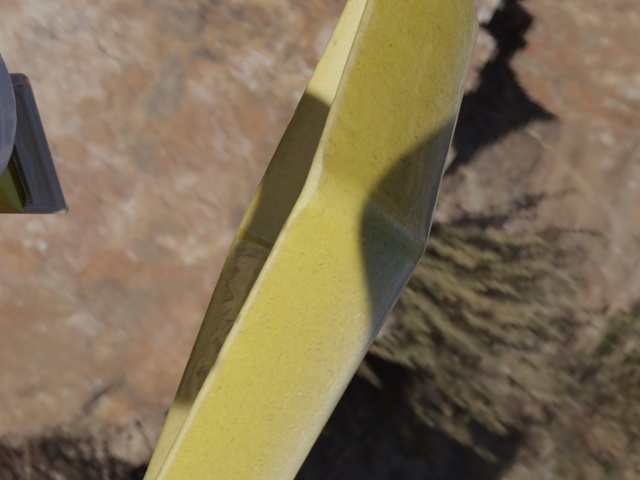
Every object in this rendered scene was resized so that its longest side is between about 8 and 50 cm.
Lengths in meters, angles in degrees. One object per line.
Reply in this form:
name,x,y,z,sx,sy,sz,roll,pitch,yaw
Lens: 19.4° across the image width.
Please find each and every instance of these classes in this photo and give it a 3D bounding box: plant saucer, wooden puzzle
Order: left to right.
wooden puzzle,-0.364,-0.081,1.758,0.221,0.044,0.238,0,150,5
plant saucer,0.000,0.000,1.124,0.081,0.332,0.333,23,130,-6

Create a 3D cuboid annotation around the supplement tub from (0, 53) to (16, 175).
supplement tub,-0.378,-0.062,1.320,0.316,0.228,0.228,-40,140,-61
